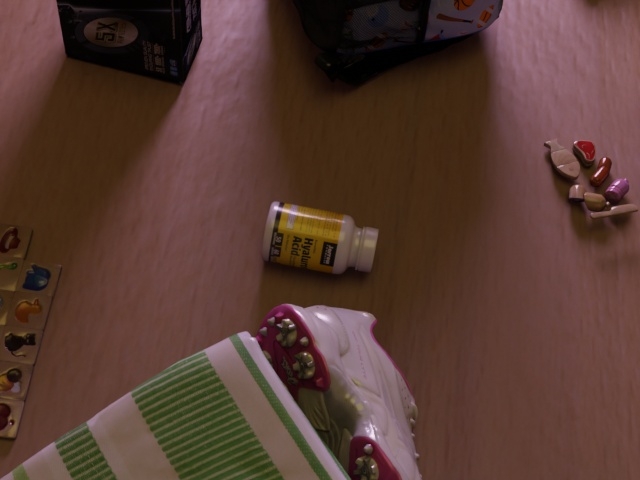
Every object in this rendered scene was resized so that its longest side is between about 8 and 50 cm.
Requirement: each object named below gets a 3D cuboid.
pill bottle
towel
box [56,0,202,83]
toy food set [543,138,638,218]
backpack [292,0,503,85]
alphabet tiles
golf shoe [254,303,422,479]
[{"bbox_3d":[0.000,0.000,1.272,0.116,0.065,0.065,10,58,2],"label":"pill bottle"},{"bbox_3d":[-0.141,0.253,1.073,0.325,0.038,0.248,-35,65,-3],"label":"towel"},{"bbox_3d":[-0.213,-0.273,1.354,0.147,0.180,0.077,15,58,4],"label":"box"},{"bbox_3d":[0.308,-0.069,1.371,0.078,0.019,0.122,-10,52,-11],"label":"toy food set"},{"bbox_3d":[0.094,-0.348,1.423,0.264,0.213,0.276,-6,56,-21],"label":"backpack"},{"bbox_3d":[-0.377,0.079,1.225,0.198,0.009,0.237,8,58,0],"label":"alphabet tiles"},{"bbox_3d":[0.054,0.189,1.134,0.140,0.115,0.306,-7,66,-44],"label":"golf shoe"}]
